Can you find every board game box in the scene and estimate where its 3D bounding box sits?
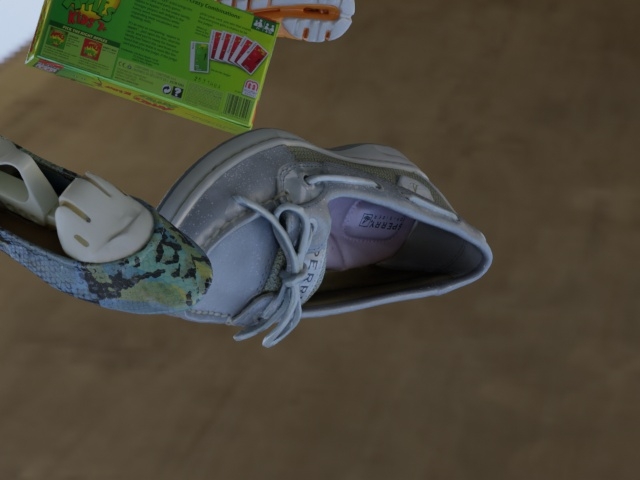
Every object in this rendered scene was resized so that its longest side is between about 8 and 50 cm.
[{"bbox_3d":[-0.132,-0.156,1.409,0.181,0.092,0.043,18,171,-17],"label":"board game box"}]

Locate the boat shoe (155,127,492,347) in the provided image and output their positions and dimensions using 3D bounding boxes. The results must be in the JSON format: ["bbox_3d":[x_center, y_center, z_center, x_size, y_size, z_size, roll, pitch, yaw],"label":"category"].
[{"bbox_3d":[0.000,0.002,1.143,0.103,0.118,0.320,34,-161,26],"label":"boat shoe"}]

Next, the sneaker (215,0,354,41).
[{"bbox_3d":[-0.076,-0.243,1.787,0.215,0.084,0.083,7,-159,-25],"label":"sneaker"}]

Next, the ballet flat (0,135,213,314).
[{"bbox_3d":[-0.145,-0.016,0.964,0.188,0.070,0.070,20,-154,21],"label":"ballet flat"}]
